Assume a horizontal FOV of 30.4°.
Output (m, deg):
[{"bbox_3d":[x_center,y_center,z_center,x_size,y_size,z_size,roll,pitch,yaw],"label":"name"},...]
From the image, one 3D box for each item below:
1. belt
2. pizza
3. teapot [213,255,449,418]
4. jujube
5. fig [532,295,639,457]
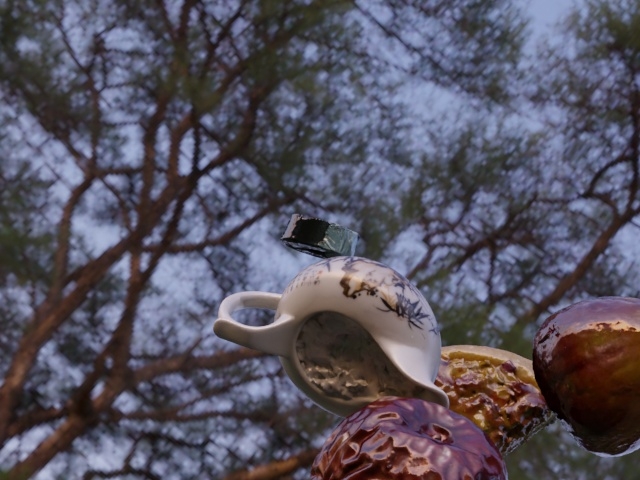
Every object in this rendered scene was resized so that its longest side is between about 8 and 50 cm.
[{"bbox_3d":[0.000,0.000,1.947,0.140,0.058,0.105,10,-13,43],"label":"belt"},{"bbox_3d":[0.242,0.272,1.844,0.289,0.229,0.081,12,-19,15],"label":"pizza"},{"bbox_3d":[0.021,0.122,1.418,0.299,0.166,0.208,11,-51,11],"label":"teapot"},{"bbox_3d":[0.079,0.288,1.244,0.213,0.213,0.232,26,-68,20],"label":"jujube"},{"bbox_3d":[0.411,0.182,1.669,0.224,0.224,0.263,28,-25,17],"label":"fig"}]
